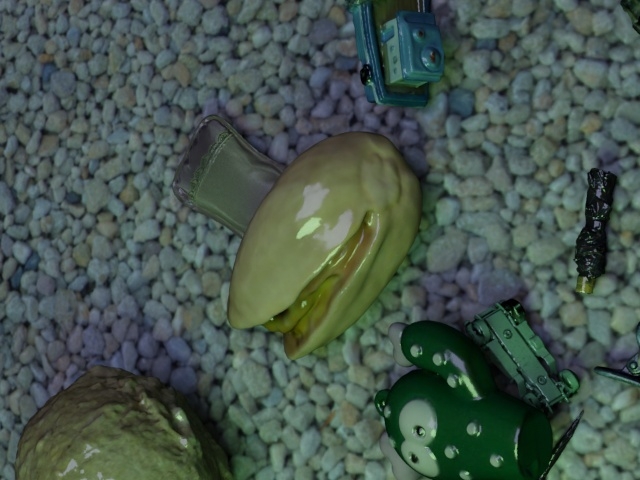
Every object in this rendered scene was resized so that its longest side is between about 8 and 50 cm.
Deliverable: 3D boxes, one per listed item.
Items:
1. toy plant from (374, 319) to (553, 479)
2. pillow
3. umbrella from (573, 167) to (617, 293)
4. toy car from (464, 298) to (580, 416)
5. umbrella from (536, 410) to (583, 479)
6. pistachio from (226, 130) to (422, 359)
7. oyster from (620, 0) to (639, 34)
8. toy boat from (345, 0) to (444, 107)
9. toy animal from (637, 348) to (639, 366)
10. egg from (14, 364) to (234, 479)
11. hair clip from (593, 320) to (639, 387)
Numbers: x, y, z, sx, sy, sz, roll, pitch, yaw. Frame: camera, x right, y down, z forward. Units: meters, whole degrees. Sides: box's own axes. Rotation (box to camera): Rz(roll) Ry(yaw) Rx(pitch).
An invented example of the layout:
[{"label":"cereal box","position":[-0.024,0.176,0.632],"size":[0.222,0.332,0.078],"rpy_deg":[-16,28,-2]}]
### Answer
[{"label":"toy plant","position":[0.152,0.216,1.609],"size":[0.243,0.112,0.233],"rpy_deg":[37,129,31]},{"label":"pillow","position":[-0.096,-0.063,1.832],"size":[0.232,0.038,0.131],"rpy_deg":[36,103,25]},{"label":"umbrella","position":[0.312,-0.010,1.596],"size":[0.037,0.040,0.144],"rpy_deg":[8,90,21]},{"label":"toy car","position":[0.230,0.137,1.609],"size":[0.073,0.054,0.143],"rpy_deg":[-30,72,-23]},{"label":"umbrella","position":[0.262,0.258,1.605],"size":[0.022,0.022,0.149],"rpy_deg":[31,101,2]},{"label":"pistachio","position":[0.000,0.000,1.699],"size":[0.187,0.187,0.299],"rpy_deg":[49,115,24]},{"label":"oyster","position":[0.456,-0.229,1.464],"size":[0.351,0.162,0.158],"rpy_deg":[37,123,29]},{"label":"toy boat","position":[0.097,-0.283,1.702],"size":[0.098,0.109,0.238],"rpy_deg":[-20,72,57]},{"label":"toy animal","position":[0.520,0.054,1.416],"size":[0.308,0.266,0.188],"rpy_deg":[-39,78,-25]},{"label":"egg","position":[-0.250,0.307,1.758],"size":[0.279,0.279,0.310],"rpy_deg":[-47,62,17]},{"label":"hair clip","position":[0.418,0.208,1.509],"size":[0.083,0.048,0.275],"rpy_deg":[-48,66,12]}]
